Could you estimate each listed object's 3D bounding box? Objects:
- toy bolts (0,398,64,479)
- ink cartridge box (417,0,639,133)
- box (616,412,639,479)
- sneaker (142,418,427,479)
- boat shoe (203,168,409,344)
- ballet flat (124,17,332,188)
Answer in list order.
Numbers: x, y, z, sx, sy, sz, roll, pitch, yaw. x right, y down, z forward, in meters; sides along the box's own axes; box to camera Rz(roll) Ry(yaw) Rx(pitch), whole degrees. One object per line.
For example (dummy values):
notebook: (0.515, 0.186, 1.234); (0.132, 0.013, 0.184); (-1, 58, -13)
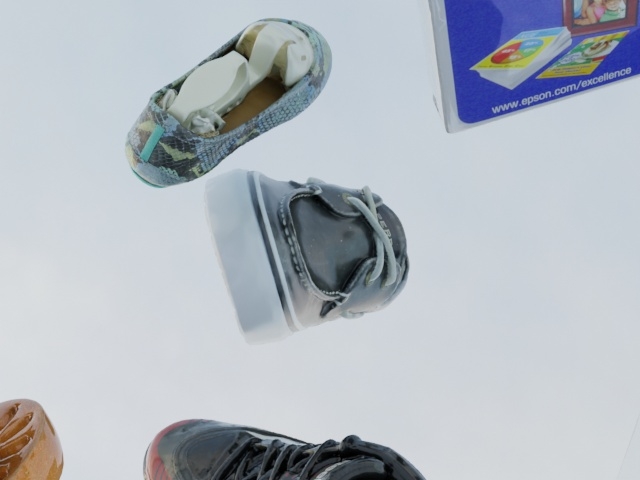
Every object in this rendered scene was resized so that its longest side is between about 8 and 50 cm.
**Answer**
toy bolts: (-0.242, 0.128, 0.982); (0.218, 0.228, 0.158); (-36, -65, -5)
ink cartridge box: (0.198, -0.228, 1.153); (0.303, 0.072, 0.307); (-16, -44, -4)
box: (0.402, 0.221, 1.351); (0.345, 0.215, 0.168); (8, -57, -6)
sneaker: (-0.008, 0.166, 1.204); (0.276, 0.097, 0.135); (24, -28, 31)
boat shoe: (0.000, 0.000, 1.345); (0.119, 0.335, 0.121); (-14, -91, 8)
ballet flat: (-0.046, -0.098, 1.175); (0.070, 0.188, 0.070); (22, -45, 24)
